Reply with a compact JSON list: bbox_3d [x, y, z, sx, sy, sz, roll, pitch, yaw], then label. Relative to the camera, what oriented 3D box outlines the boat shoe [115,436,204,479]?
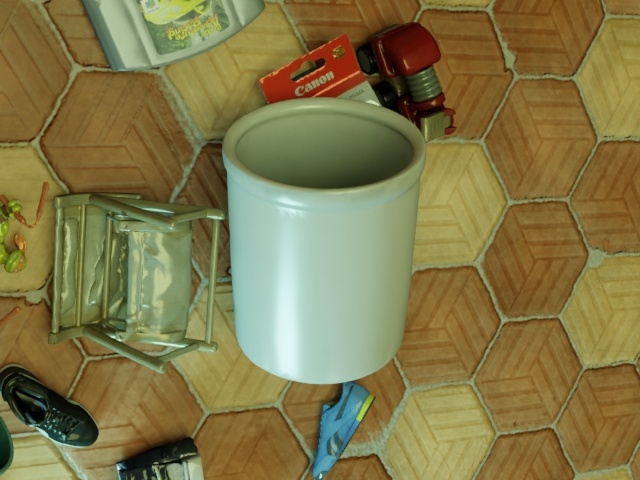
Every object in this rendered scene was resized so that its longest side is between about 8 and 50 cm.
[{"bbox_3d":[-0.286,0.539,1.875,0.158,0.127,0.340,-9,97,-15],"label":"boat shoe"}]

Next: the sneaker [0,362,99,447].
[{"bbox_3d":[-0.462,0.304,1.736,0.217,0.121,0.079,43,84,-25],"label":"sneaker"}]

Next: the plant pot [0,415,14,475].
[{"bbox_3d":[-0.671,0.355,1.589,0.271,0.271,0.255,40,97,-25],"label":"plant pot"}]

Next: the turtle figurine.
[{"bbox_3d":[-0.562,-0.002,1.646,0.217,0.087,0.269,21,100,-19],"label":"turtle figurine"}]

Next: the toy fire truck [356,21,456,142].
[{"bbox_3d":[0.174,-0.268,1.825,0.158,0.246,0.217,-27,111,-17],"label":"toy fire truck"}]

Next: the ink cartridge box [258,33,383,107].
[{"bbox_3d":[0.017,-0.223,1.829,0.189,0.066,0.232,-30,128,-10],"label":"ink cartridge box"}]

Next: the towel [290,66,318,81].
[{"bbox_3d":[-0.010,-0.252,1.868,0.067,0.029,0.119,-31,111,-15],"label":"towel"}]

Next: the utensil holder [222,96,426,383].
[{"bbox_3d":[0.000,0.000,1.718,0.327,0.327,0.385,-12,126,-21],"label":"utensil holder"}]

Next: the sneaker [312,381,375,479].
[{"bbox_3d":[0.027,0.372,2.007,0.082,0.069,0.209,30,98,7],"label":"sneaker"}]

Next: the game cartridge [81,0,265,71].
[{"bbox_3d":[-0.245,-0.407,1.720,0.294,0.060,0.196,-28,115,-16],"label":"game cartridge"}]

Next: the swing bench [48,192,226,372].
[{"bbox_3d":[-0.312,0.060,1.708,0.165,0.254,0.253,-15,113,-61],"label":"swing bench"}]
